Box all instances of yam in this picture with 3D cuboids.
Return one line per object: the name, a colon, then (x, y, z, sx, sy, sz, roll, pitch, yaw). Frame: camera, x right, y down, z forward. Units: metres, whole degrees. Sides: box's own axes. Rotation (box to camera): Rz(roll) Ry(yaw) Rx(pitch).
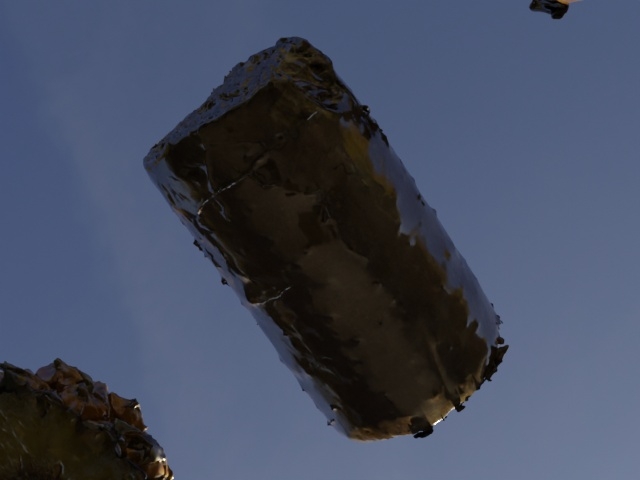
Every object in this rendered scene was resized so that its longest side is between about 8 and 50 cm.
yam: (0.001, 0.001, 0.690, 0.129, 0.128, 0.238, -45, -62, -16)

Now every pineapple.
pineapple: (-0.171, 0.178, 0.776, 0.221, 0.047, 0.221, 8, -70, 23)

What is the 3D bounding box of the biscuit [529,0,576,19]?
biscuit: (0.213, -0.251, 0.876, 0.203, 0.260, 0.041, -56, -49, -19)
